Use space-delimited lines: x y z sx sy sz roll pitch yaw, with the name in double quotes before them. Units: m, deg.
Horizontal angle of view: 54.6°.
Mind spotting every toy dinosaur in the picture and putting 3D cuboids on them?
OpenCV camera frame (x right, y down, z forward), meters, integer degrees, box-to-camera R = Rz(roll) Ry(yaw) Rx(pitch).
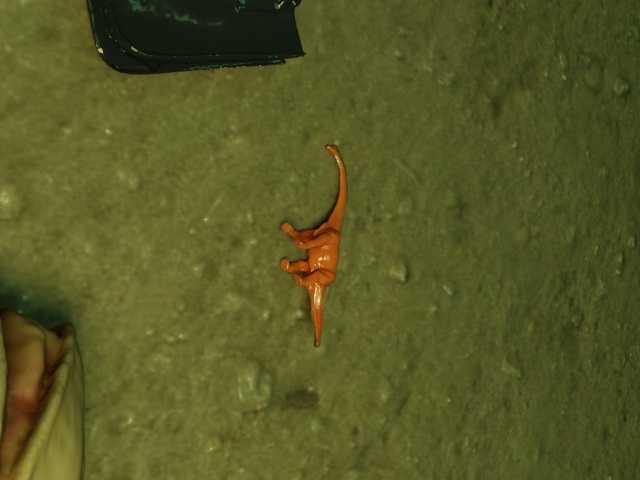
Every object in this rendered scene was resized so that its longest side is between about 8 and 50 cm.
"toy dinosaur" -0.004 0.000 0.829 0.102 0.055 0.279 9 83 -44

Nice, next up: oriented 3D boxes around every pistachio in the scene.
"pistachio" -0.297 0.177 0.503 0.230 0.230 0.308 31 32 -30

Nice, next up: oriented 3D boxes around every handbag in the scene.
"handbag" -0.137 -0.356 0.701 0.269 0.118 0.325 -10 96 -27
